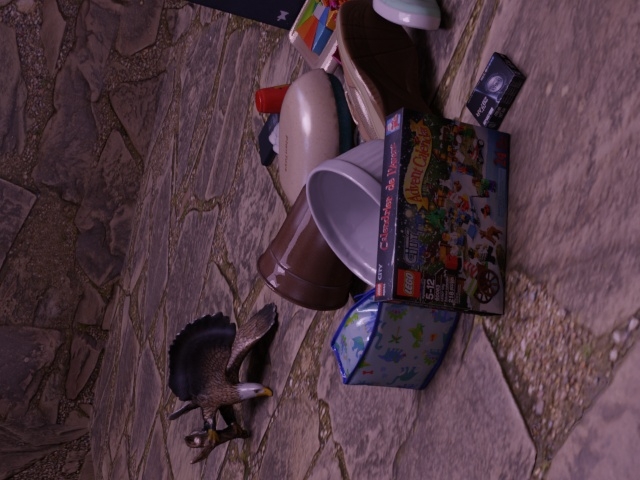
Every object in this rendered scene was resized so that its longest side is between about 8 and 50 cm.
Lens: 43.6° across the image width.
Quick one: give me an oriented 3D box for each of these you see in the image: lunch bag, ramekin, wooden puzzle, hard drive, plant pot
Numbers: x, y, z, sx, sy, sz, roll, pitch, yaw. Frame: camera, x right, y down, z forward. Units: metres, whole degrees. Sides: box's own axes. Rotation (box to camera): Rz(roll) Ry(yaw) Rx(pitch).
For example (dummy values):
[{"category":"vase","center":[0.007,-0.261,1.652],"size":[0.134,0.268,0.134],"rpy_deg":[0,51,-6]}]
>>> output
[{"category":"lunch bag","center":[0.102,0.120,1.071],"size":[0.151,0.129,0.096],"rpy_deg":[-63,32,36]},{"category":"ramekin","center":[0.087,-0.040,1.088],"size":[0.207,0.109,0.207],"rpy_deg":[41,154,24]},{"category":"wooden puzzle","center":[0.018,-0.445,1.530],"size":[0.221,0.044,0.238],"rpy_deg":[-59,31,18]},{"category":"hard drive","center":[-0.106,-0.246,1.812],"size":[0.135,0.022,0.094],"rpy_deg":[125,145,-45]},{"category":"plant pot","center":[0.000,0.000,1.304],"size":[0.165,0.167,0.167],"rpy_deg":[-66,27,27]}]

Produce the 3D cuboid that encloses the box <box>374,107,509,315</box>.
[{"category":"box","center":[0.151,-0.031,0.977],"size":[0.044,0.159,0.233],"rpy_deg":[-17,66,63]}]

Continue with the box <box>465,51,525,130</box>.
[{"category":"box","center":[0.227,-0.193,1.042],"size":[0.067,0.018,0.083],"rpy_deg":[-109,36,-48]}]

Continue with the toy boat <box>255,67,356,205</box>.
[{"category":"toy boat","center":[-0.010,-0.205,1.439],"size":[0.318,0.148,0.267],"rpy_deg":[-119,28,-50]}]

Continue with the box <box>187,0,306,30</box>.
[{"category":"box","center":[-0.252,-0.768,1.762],"size":[0.297,0.480,0.471],"rpy_deg":[-55,34,43]}]

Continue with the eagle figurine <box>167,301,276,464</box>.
[{"category":"eagle figurine","center":[-0.200,0.275,1.643],"size":[0.226,0.225,0.298],"rpy_deg":[-162,71,-77]}]

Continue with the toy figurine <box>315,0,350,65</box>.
[{"category":"toy figurine","center":[0.050,-0.373,1.364],"size":[0.173,0.130,0.159],"rpy_deg":[-132,23,-85]}]

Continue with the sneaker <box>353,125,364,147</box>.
[{"category":"sneaker","center":[0.095,-0.190,1.302],"size":[0.058,0.052,0.135],"rpy_deg":[44,124,54]}]

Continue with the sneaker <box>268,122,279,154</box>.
[{"category":"sneaker","center":[-0.050,-0.216,1.618],"size":[0.094,0.080,0.212],"rpy_deg":[-63,26,13]}]

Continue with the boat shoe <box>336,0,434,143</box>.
[{"category":"boat shoe","center":[0.087,-0.215,1.208],"size":[0.110,0.122,0.341],"rpy_deg":[122,139,-54]}]

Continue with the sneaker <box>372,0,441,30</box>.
[{"category":"sneaker","center":[0.138,-0.430,1.226],"size":[0.255,0.094,0.151],"rpy_deg":[-105,27,-48]}]
